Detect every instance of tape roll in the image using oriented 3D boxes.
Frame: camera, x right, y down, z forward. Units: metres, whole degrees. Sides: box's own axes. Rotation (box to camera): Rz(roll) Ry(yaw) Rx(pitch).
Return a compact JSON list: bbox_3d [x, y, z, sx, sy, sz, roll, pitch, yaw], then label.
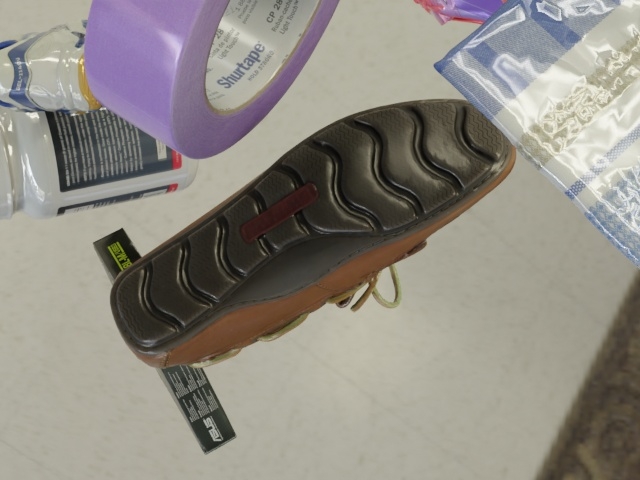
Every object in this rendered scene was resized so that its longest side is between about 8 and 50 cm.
[{"bbox_3d":[-0.074,-0.206,1.208,0.090,0.275,0.275,32,70,14],"label":"tape roll"}]

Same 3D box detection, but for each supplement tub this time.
[{"bbox_3d":[-0.309,-0.133,1.907,0.272,0.191,0.191,-13,97,-20],"label":"supplement tub"}]

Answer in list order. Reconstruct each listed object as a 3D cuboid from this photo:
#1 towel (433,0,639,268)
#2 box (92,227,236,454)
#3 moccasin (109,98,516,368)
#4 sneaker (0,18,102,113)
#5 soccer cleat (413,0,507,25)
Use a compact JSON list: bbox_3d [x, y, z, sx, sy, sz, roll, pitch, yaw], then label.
[{"bbox_3d":[0.249,-0.088,1.052,0.285,0.034,0.209,44,72,9],"label":"towel"},{"bbox_3d":[-0.164,0.102,1.529,0.045,0.184,0.190,-27,120,-7],"label":"box"},{"bbox_3d":[0.002,0.002,1.301,0.380,0.147,0.139,-36,68,6],"label":"moccasin"},{"bbox_3d":[-0.320,-0.197,1.657,0.131,0.296,0.111,-2,94,-13],"label":"sneaker"},{"bbox_3d":[0.136,-0.335,1.824,0.318,0.108,0.116,27,103,9],"label":"soccer cleat"}]
